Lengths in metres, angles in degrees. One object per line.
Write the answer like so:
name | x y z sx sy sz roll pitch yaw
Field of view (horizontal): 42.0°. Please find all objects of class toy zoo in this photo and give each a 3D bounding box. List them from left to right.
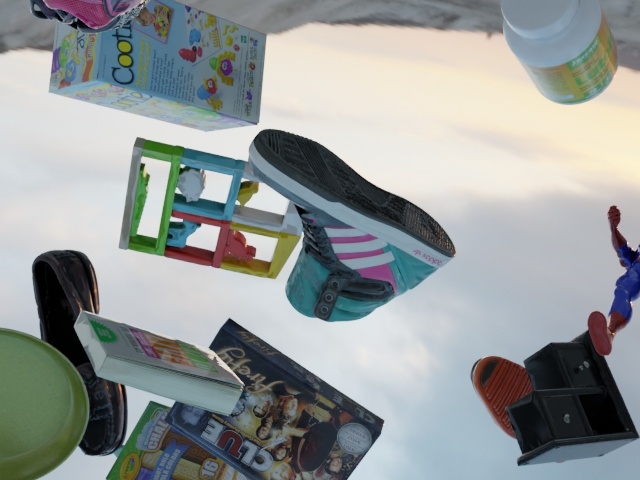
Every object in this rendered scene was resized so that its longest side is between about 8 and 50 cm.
toy zoo | -0.143 -0.038 1.244 0.293 0.192 0.030 12 -143 -9

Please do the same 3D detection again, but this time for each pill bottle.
pill bottle | 0.347 -0.301 1.219 0.136 0.136 0.245 24 180 31

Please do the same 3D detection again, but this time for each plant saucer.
plant saucer | -0.415 0.206 1.050 0.241 0.241 0.037 9 -159 -17

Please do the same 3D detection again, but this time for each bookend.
bookend | 0.306 0.199 1.077 0.156 0.072 0.157 5 -124 -32

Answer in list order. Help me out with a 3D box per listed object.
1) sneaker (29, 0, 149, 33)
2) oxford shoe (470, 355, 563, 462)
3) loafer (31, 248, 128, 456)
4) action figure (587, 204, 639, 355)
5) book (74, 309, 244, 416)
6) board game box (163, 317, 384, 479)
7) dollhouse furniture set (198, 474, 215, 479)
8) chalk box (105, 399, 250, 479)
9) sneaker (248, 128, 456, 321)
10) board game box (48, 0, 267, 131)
sneaker | -0.190 -0.219 0.667 0.121 0.112 0.299 21 -179 -15
oxford shoe | 0.291 0.255 1.278 0.271 0.097 0.098 46 163 -34
loafer | -0.352 0.160 1.171 0.109 0.303 0.095 -14 174 9
action figure | 0.359 0.008 0.919 0.091 0.139 0.280 -2 -164 29
book | -0.155 0.114 0.795 0.144 0.035 0.096 23 -171 -35
board game box | -0.062 0.236 1.090 0.243 0.165 0.042 33 -161 2
dollhouse furniture set | -0.252 0.555 1.300 0.303 0.286 0.198 -16 -171 -24
chalk box | -0.284 0.448 1.645 0.289 0.180 0.179 14 -121 24
sneaker | 0.000 0.000 0.985 0.295 0.178 0.124 29 -153 -30
board game box | -0.232 -0.260 1.221 0.275 0.144 0.142 9 174 -44
